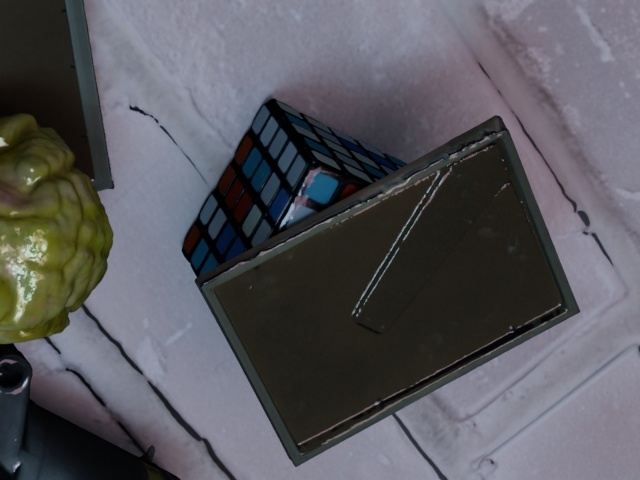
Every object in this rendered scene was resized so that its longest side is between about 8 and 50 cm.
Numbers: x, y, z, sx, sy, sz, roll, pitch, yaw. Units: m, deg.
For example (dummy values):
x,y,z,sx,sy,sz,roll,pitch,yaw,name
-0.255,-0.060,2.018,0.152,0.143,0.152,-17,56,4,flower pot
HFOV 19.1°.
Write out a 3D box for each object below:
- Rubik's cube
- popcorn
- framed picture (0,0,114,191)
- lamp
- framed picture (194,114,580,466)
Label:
x,y,z,sx,sy,sz,roll,pitch,yaw,name
0.000,0.000,1.820,0.184,0.187,0.182,23,105,-25,Rubik's cube
-0.303,-0.005,1.647,0.259,0.259,0.212,-5,83,-18,popcorn
-0.311,-0.123,1.694,0.231,0.018,0.293,-16,138,-13,framed picture
-0.251,0.271,1.845,0.272,0.205,0.374,10,103,-27,lamp
0.068,0.050,1.748,0.315,0.024,0.232,-27,121,-4,framed picture
